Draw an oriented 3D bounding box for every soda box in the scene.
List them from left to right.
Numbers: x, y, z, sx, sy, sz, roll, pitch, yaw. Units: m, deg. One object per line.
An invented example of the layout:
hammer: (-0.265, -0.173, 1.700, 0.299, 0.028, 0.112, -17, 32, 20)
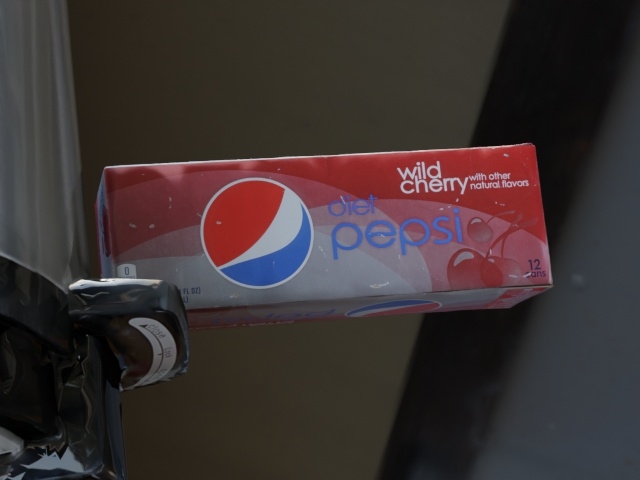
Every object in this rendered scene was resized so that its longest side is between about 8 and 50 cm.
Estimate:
soda box: (0.000, 0.000, 0.928, 0.083, 0.263, 0.092, 132, 133, -73)

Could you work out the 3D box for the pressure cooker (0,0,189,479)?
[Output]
pressure cooker: (-0.277, 0.003, 0.684, 0.375, 0.369, 0.421, 20, -126, -45)
